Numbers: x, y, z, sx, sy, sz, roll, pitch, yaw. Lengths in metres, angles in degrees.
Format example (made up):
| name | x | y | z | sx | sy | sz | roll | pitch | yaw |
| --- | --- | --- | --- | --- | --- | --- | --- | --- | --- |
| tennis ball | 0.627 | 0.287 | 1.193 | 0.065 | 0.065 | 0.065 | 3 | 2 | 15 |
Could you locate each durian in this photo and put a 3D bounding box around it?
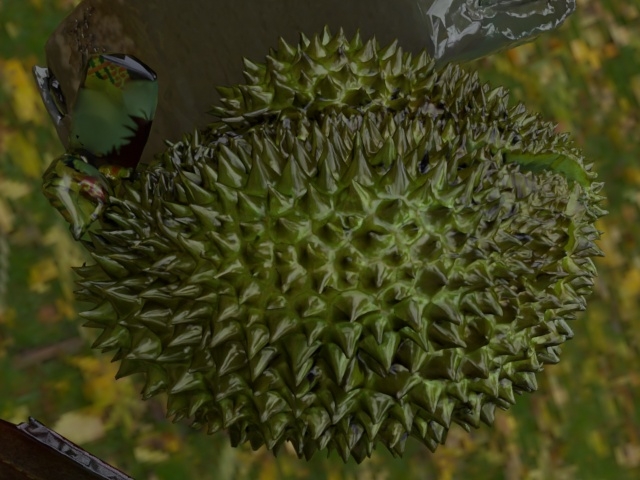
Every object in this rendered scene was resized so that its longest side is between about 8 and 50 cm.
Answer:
| name | x | y | z | sx | sy | sz | roll | pitch | yaw |
| --- | --- | --- | --- | --- | --- | --- | --- | --- | --- |
| durian | 0.008 | 0.011 | 0.690 | 0.198 | 0.146 | 0.159 | -14 | 39 | -24 |

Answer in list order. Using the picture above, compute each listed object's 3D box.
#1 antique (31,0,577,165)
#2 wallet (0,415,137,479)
| name | x | y | z | sx | sy | sz | roll | pitch | yaw |
| --- | --- | --- | --- | --- | --- | --- | --- | --- | --- |
| antique | -0.025 | -0.114 | 0.938 | 0.125 | 0.284 | 0.150 | -18 | 84 | -48 |
| wallet | -0.040 | 0.153 | 0.659 | 0.255 | 0.031 | 0.137 | 33 | 40 | -20 |
